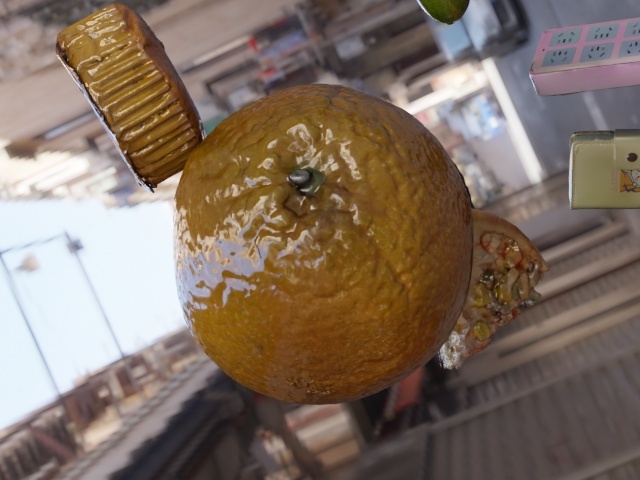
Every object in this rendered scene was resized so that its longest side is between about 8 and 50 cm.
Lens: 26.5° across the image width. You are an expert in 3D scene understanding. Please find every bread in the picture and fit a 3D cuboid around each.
[{"bbox_3d":[-0.196,-0.157,1.463,0.199,0.104,0.199,58,175,8],"label":"bread"}]

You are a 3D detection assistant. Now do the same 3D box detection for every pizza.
[{"bbox_3d":[0.194,0.067,1.630,0.185,0.195,0.052,29,171,-34],"label":"pizza"}]

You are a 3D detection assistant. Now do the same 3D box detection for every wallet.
[{"bbox_3d":[0.405,-0.094,1.786,0.039,0.155,0.110,-76,-16,-63],"label":"wallet"}]

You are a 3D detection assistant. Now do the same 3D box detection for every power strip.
[{"bbox_3d":[0.382,-0.226,1.615,0.037,0.279,0.109,68,-149,-32],"label":"power strip"}]

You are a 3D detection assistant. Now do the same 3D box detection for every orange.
[{"bbox_3d":[0.000,0.000,1.372,0.357,0.322,0.322,72,177,-67],"label":"orange"}]

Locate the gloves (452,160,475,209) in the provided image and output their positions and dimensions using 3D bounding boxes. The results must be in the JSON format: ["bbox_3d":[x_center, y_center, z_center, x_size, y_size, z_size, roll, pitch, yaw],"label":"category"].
[{"bbox_3d":[0.148,-0.020,1.886,0.106,0.129,0.180,-16,87,66],"label":"gloves"}]

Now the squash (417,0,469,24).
[{"bbox_3d":[0.071,-0.311,1.230,0.258,0.069,0.069,57,-171,-20],"label":"squash"}]
